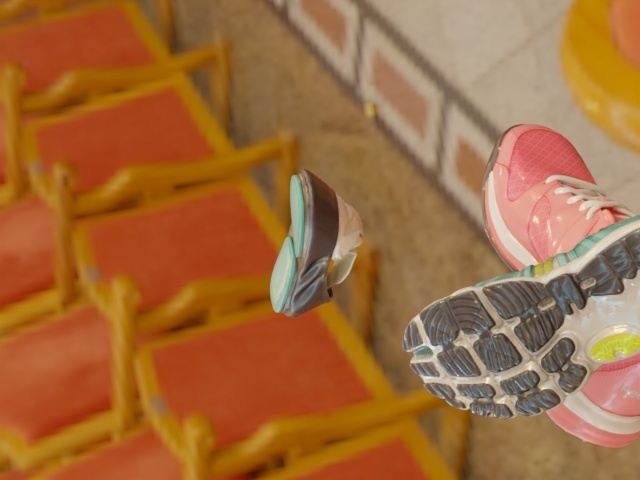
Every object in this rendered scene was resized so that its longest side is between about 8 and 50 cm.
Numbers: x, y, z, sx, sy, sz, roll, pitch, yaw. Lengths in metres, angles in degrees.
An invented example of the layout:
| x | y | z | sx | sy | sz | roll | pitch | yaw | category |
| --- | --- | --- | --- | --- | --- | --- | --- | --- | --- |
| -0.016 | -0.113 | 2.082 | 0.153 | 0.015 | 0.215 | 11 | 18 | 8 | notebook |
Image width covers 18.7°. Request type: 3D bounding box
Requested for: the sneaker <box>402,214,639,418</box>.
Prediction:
| x | y | z | sx | sy | sz | roll | pitch | yaw | category |
| --- | --- | --- | --- | --- | --- | --- | --- | --- | --- |
| 0.188 | 0.048 | 1.410 | 0.275 | 0.110 | 0.107 | -23 | 100 | 28 | sneaker |

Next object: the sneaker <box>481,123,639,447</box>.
| x | y | z | sx | sy | sz | roll | pitch | yaw | category |
| --- | --- | --- | --- | --- | --- | --- | --- | --- | --- |
| 0.228 | 0.009 | 1.575 | 0.136 | 0.116 | 0.314 | -55 | 37 | 41 | sneaker |

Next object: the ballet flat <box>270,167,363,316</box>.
| x | y | z | sx | sy | sz | roll | pitch | yaw | category |
| --- | --- | --- | --- | --- | --- | --- | --- | --- | --- |
| 0.000 | 0.000 | 1.697 | 0.203 | 0.074 | 0.074 | 103 | 150 | -57 | ballet flat |
